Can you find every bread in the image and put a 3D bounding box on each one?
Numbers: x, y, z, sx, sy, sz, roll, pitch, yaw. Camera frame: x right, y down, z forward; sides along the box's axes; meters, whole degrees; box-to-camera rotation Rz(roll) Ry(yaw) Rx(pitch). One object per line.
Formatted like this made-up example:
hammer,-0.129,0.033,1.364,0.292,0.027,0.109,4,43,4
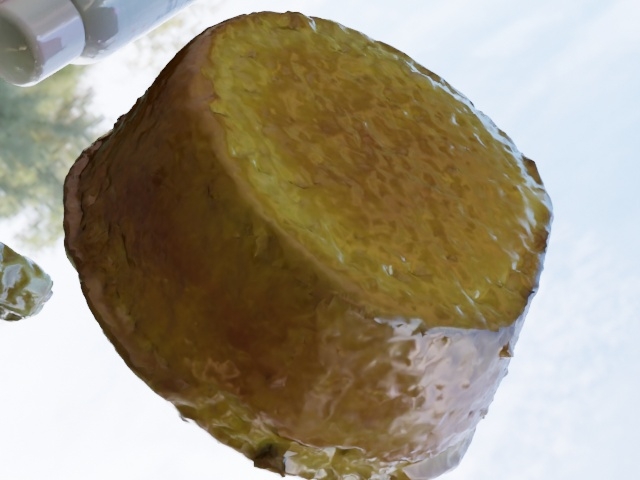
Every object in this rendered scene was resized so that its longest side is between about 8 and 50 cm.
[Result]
bread,0.000,-0.004,0.772,0.172,0.312,0.312,-54,-163,33
bread,-0.445,0.000,1.345,0.084,0.368,0.077,-19,-127,45

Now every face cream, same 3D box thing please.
face cream,-0.132,-0.187,0.903,0.082,0.082,0.269,-8,-154,42
